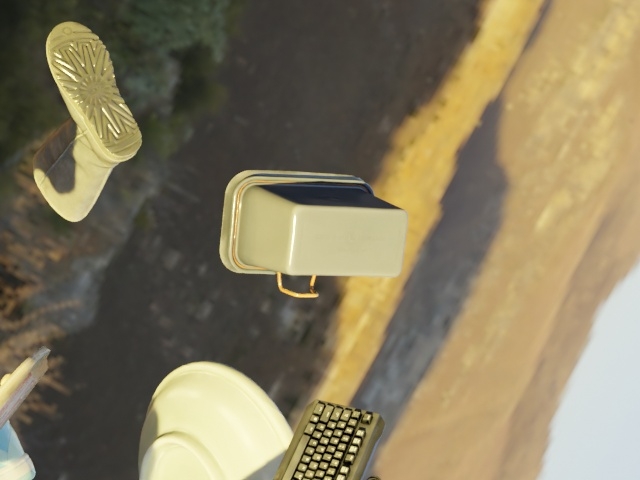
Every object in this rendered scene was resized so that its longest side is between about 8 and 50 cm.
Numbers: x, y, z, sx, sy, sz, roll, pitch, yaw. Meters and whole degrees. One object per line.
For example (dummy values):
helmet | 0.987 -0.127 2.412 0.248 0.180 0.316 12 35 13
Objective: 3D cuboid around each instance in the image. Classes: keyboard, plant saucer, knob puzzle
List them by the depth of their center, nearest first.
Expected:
keyboard | 0.006 0.229 1.453 0.023 0.108 0.180 83 27 -51
knob puzzle | -0.380 0.194 1.814 0.213 0.030 0.213 -53 179 -2
plant saucer | -0.172 0.384 2.372 0.100 0.400 0.400 -12 139 -41

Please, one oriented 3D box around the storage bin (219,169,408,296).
storage bin | 0.000 0.000 1.261 0.091 0.135 0.098 21 -74 60

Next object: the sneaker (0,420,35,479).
sneaker | -0.542 0.288 2.207 0.127 0.208 0.319 -21 180 21

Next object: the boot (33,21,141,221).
boot | -0.293 -0.136 1.865 0.076 0.190 0.208 -19 173 -26
